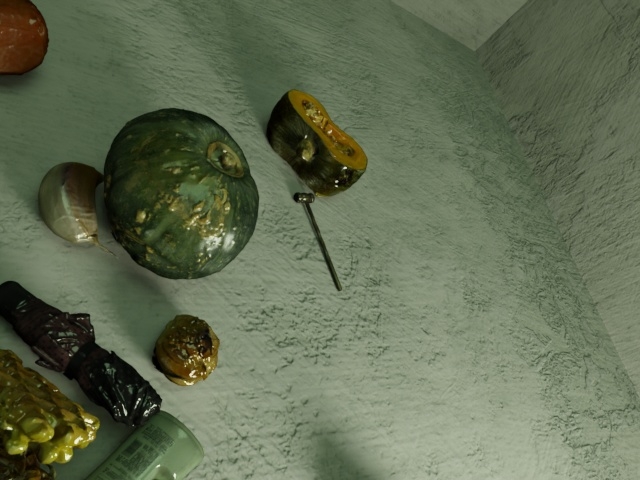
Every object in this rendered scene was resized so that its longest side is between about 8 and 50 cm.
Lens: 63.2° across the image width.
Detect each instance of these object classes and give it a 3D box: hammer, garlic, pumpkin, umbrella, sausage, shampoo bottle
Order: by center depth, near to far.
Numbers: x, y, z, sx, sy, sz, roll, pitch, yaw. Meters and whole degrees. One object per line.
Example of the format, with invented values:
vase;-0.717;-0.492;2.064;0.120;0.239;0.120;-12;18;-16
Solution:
shampoo bottle;-0.292;0.375;0.777;0.118;0.087;0.234;44;41;3
umbrella;-0.391;0.179;0.823;0.326;0.094;0.090;36;27;6
garlic;-0.452;-0.059;0.972;0.128;0.090;0.198;10;48;-51
sausage;-0.658;-0.395;0.989;0.141;0.153;0.268;38;36;22
pumpkin;-0.272;-0.086;1.016;0.291;0.257;0.328;29;36;-40
hammer;0.000;0.000;1.369;0.058;0.029;0.292;-3;64;-41
pumpkin;-0.022;-0.269;1.465;0.317;0.139;0.222;50;38;0

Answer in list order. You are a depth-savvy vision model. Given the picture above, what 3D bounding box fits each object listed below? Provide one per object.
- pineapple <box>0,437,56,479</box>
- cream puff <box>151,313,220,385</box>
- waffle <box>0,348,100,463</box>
pineapple;-0.394;0.344;0.624;0.161;0.158;0.335;-9;50;-12
cream puff;-0.241;0.196;0.951;0.119;0.104;0.133;14;50;-25
waffle;-0.433;0.195;0.690;0.293;0.260;0.069;36;72;5
